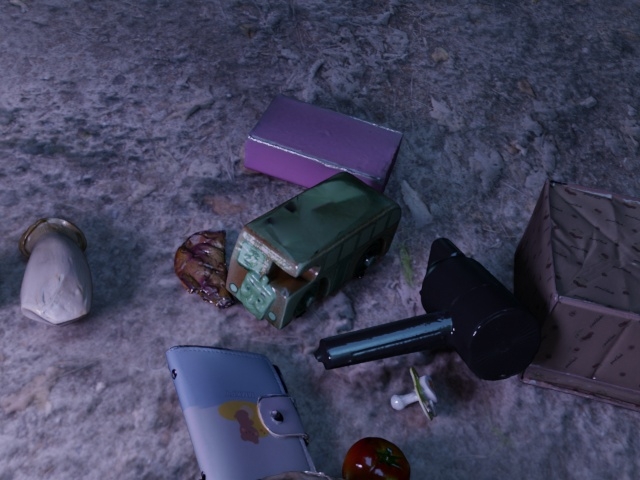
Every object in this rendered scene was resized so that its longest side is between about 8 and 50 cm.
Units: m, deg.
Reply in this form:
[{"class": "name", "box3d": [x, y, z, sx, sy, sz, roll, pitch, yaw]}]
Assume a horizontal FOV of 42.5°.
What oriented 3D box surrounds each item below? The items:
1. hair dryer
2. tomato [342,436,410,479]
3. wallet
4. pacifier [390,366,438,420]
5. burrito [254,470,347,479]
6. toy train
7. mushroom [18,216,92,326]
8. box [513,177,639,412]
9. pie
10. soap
[{"class": "hair dryer", "box3d": [0.123, 0.107, 1.180, 0.302, 0.116, 0.244, -9, 25, -15]}, {"class": "tomato", "box3d": [0.067, 0.287, 1.014, 0.087, 0.075, 0.087, 21, 30, -13]}, {"class": "wallet", "box3d": [-0.098, 0.234, 1.028, 0.170, 0.069, 0.231, 8, 40, -35]}, {"class": "pacifier", "box3d": [0.129, 0.218, 1.137, 0.064, 0.068, 0.083, -22, 35, 9]}, {"class": "burrito", "box3d": [-0.085, 0.309, 0.821, 0.347, 0.107, 0.175, -7, 18, -32]}, {"class": "toy train", "box3d": [0.000, 0.000, 1.260, 0.129, 0.159, 0.326, 37, 43, 22]}, {"class": "mushroom", "box3d": [-0.370, 0.046, 1.152, 0.097, 0.088, 0.212, -30, 43, -1]}, {"class": "box", "box3d": [0.431, 0.077, 1.277, 0.225, 0.190, 0.297, 13, 40, 1]}, {"class": "pie", "box3d": [-0.177, 0.040, 1.255, 0.092, 0.034, 0.170, 2, 42, -20]}, {"class": "soap", "box3d": [0.007, -0.165, 1.511, 0.259, 0.081, 0.181, 18, 39, 5]}]
